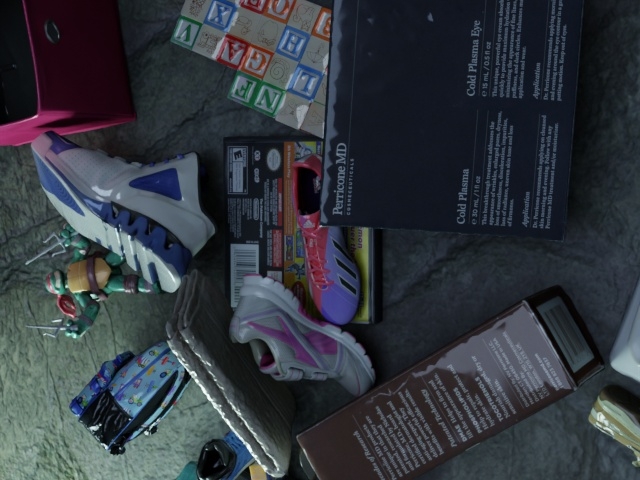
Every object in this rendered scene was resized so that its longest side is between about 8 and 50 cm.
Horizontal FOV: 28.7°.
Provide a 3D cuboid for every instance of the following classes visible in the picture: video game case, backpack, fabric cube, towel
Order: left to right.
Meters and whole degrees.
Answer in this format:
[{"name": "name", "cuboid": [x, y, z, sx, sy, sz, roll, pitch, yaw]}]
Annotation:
[{"name": "fabric cube", "cuboid": [-0.469, -0.284, 1.913, 0.259, 0.258, 0.254, -10, 89, 25]}, {"name": "backpack", "cuboid": [-0.278, 0.224, 1.922, 0.117, 0.158, 0.173, 43, 107, 8]}, {"name": "towel", "cuboid": [-0.123, 0.188, 1.775, 0.049, 0.187, 0.282, -27, 111, 16]}, {"name": "video game case", "cuboid": [-0.029, -0.018, 1.858, 0.248, 0.035, 0.275, 2, 94, 24]}]

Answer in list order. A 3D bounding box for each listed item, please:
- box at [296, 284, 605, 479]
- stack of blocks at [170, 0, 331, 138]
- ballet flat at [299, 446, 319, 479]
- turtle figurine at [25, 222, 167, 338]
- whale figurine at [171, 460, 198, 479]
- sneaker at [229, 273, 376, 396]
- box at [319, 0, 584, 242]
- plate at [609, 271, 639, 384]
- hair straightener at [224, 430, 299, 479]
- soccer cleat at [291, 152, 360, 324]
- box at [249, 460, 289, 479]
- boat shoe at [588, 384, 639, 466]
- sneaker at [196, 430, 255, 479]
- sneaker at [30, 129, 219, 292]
[{"name": "box", "cuboid": [0.177, 0.217, 1.698, 0.381, 0.191, 0.143, -32, 81, 23]}, {"name": "stack of blocks", "cuboid": [-0.066, -0.269, 1.808, 0.297, 0.087, 0.171, 26, 96, 23]}, {"name": "ballet flat", "cuboid": [0.029, 0.387, 1.832, 0.084, 0.058, 0.250, -21, 108, 5]}, {"name": "turtle figurine", "cuboid": [-0.360, 0.053, 1.969, 0.234, 0.118, 0.175, -14, 96, 12]}, {"name": "whale figurine", "cuboid": [-0.173, 0.476, 1.898, 0.216, 0.141, 0.272, -39, 74, 33]}, {"name": "sneaker", "cuboid": [-0.034, 0.158, 1.787, 0.252, 0.103, 0.111, 37, 72, -16]}, {"name": "box", "cuboid": [0.161, -0.183, 1.625, 0.312, 0.179, 0.343, 4, 96, -1]}, {"name": "plate", "cuboid": [0.495, 0.103, 1.548, 0.277, 0.045, 0.278, 32, 120, 38]}, {"name": "hair straightener", "cuboid": [-0.065, 0.386, 1.907, 0.230, 0.047, 0.089, 31, 106, 14]}, {"name": "soccer cleat", "cuboid": [0.000, 0.000, 1.774, 0.083, 0.095, 0.248, -7, 90, 24]}, {"name": "box", "cuboid": [-0.066, 0.384, 1.837, 0.028, 0.081, 0.136, -12, 93, 20]}, {"name": "boat shoe", "cuboid": [0.441, 0.273, 1.660, 0.190, 0.068, 0.072, 40, 121, 27]}, {"name": "sneaker", "cuboid": [-0.126, 0.305, 1.857, 0.058, 0.084, 0.152, 39, 81, 20]}, {"name": "sneaker", "cuboid": [-0.271, -0.072, 1.892, 0.315, 0.182, 0.127, 37, 151, 19]}]
